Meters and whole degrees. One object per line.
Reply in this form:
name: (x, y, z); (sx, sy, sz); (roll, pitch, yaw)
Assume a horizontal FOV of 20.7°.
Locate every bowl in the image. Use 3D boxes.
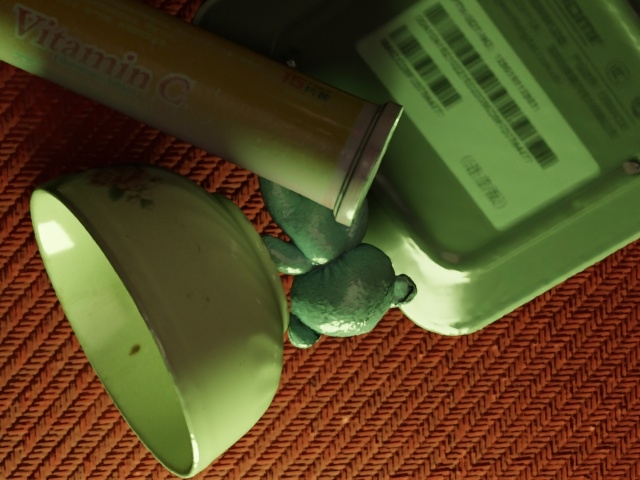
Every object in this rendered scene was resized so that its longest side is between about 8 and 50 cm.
bowl: (-0.120, 0.049, 1.483); (0.145, 0.277, 0.277); (-26, 111, -20)

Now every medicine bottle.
medicine bottle: (-0.146, -0.149, 1.424); (0.426, 0.108, 0.108); (25, 100, 3)

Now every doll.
doll: (0.001, 0.000, 1.513); (0.120, 0.075, 0.179); (-23, 96, 6)

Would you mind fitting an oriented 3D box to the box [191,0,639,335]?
box: (0.145, -0.149, 1.492); (0.396, 0.111, 0.396); (-32, 112, 22)
